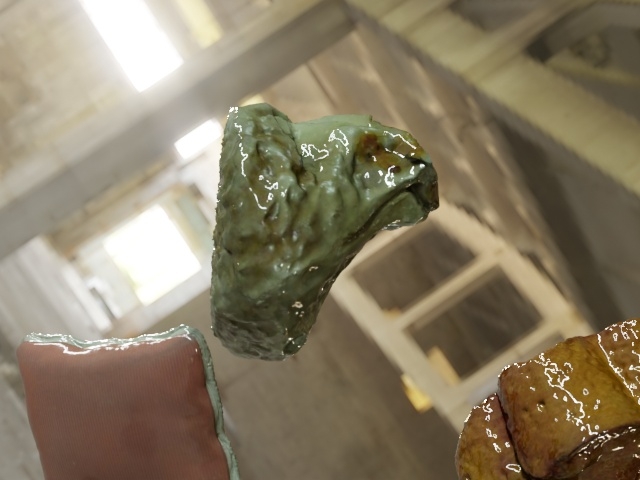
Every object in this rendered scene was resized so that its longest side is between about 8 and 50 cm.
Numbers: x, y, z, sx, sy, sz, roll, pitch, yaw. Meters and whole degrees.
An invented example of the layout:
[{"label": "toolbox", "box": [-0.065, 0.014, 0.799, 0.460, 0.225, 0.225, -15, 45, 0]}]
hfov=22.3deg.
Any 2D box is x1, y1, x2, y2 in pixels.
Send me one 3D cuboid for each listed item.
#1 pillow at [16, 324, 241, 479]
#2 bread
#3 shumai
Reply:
[{"label": "pillow", "box": [-0.151, 0.150, 1.308, 0.075, 0.179, 0.171, -35, 116, -62]}, {"label": "bread", "box": [0.230, 0.158, 1.239, 0.246, 0.232, 0.135, 9, 46, -42]}, {"label": "shumai", "box": [0.000, 0.000, 1.591, 0.225, 0.222, 0.261, -122, -139, -86]}]
